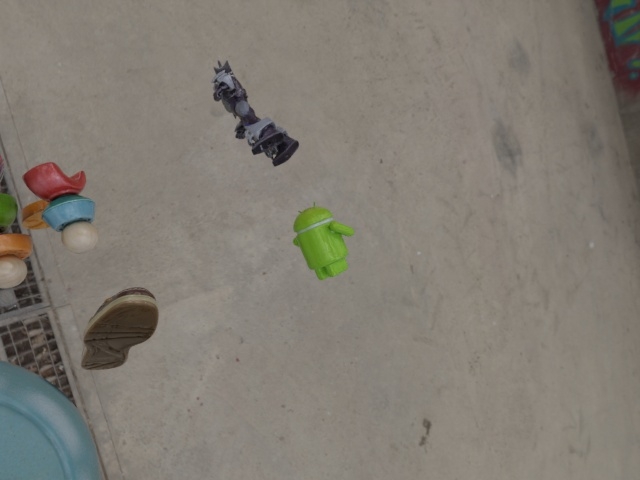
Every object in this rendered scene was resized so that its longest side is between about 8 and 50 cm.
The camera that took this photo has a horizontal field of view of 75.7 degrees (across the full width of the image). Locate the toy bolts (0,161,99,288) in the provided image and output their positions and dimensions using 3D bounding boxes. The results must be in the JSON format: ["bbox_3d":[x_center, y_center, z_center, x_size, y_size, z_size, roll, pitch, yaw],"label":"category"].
[{"bbox_3d":[-0.505,-0.018,0.776,0.158,0.228,0.218,65,12,6],"label":"toy bolts"}]

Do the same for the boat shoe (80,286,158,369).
[{"bbox_3d":[-0.434,0.167,0.876,0.123,0.342,0.123,8,54,-33],"label":"boat shoe"}]

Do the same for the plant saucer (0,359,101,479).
[{"bbox_3d":[-0.344,0.251,0.334,0.317,0.044,0.317,21,58,-38],"label":"plant saucer"}]

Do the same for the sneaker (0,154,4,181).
[{"bbox_3d":[-0.604,-0.062,0.573,0.121,0.112,0.299,49,40,-13],"label":"sneaker"}]

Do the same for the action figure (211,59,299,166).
[{"bbox_3d":[-0.176,-0.291,0.943,0.099,0.285,0.185,-41,153,-1],"label":"action figure"}]

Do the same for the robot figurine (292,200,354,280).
[{"bbox_3d":[0.000,0.000,0.629,0.067,0.101,0.115,-23,90,-43],"label":"robot figurine"}]
